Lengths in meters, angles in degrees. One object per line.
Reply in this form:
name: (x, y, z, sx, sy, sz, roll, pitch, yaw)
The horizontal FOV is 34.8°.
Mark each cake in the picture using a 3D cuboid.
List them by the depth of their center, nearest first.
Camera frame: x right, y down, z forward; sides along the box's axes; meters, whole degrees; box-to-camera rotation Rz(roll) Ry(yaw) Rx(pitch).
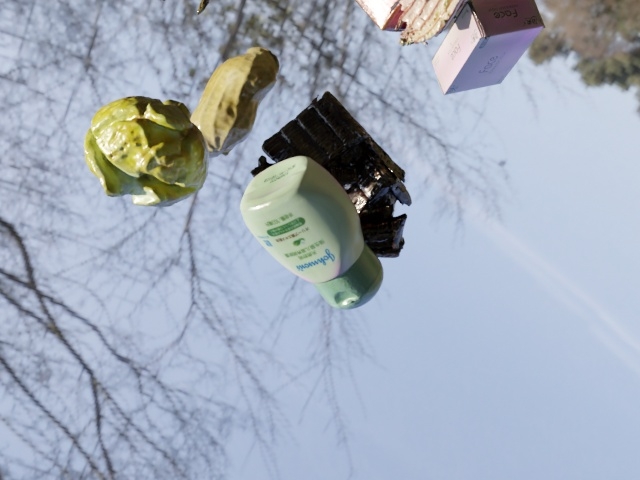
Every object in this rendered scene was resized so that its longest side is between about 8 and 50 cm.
cake: (0.233, -0.447, 1.746, 0.098, 0.287, 0.135, 47, -157, 3)

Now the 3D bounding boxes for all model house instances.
model house: (0.039, -0.140, 2.237, 0.297, 0.282, 0.317, -13, -129, -28)

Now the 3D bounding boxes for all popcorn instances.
popcorn: (-0.355, -0.192, 2.158, 0.276, 0.225, 0.276, 42, -166, -13)

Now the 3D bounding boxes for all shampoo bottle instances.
shampoo bottle: (0.000, 0.000, 2.105, 0.349, 0.222, 0.151, 51, -148, -29)

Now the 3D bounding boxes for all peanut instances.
peanut: (-0.245, -0.377, 2.773, 0.158, 0.340, 0.174, 20, -174, -37)

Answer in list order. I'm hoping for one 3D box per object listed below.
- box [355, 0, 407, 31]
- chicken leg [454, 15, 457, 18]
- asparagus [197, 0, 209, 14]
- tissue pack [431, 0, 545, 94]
box: (0.169, -0.581, 1.949, 0.089, 0.313, 0.197, -11, -123, -51)
chicken leg: (0.166, -0.605, 2.213, 0.361, 0.140, 0.211, 60, -160, -10)
asparagus: (-0.147, -0.409, 1.542, 0.016, 0.163, 0.016, 37, 160, -28)
tissue pack: (0.342, -0.405, 2.104, 0.148, 0.246, 0.092, -14, -106, -16)
